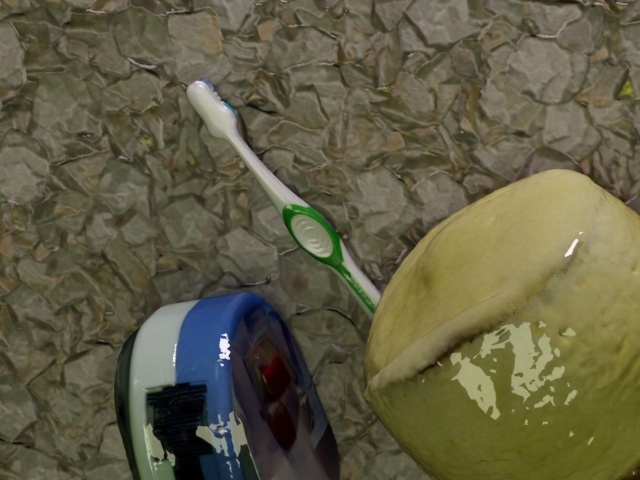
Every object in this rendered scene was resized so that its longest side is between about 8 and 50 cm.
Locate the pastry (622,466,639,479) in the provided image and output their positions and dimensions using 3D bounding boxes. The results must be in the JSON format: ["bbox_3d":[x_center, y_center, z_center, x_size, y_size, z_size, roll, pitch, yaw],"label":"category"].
[{"bbox_3d":[0.369,0.274,1.746,0.316,0.285,0.184,-41,56,37],"label":"pastry"}]

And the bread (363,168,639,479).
[{"bbox_3d":[0.199,0.101,1.713,0.320,0.320,0.237,-31,119,17],"label":"bread"}]

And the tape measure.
[{"bbox_3d":[-0.100,0.188,1.808,0.138,0.259,0.262,-17,100,15],"label":"tape measure"}]

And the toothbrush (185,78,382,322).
[{"bbox_3d":[-0.001,0.001,1.853,0.042,0.040,0.418,-37,95,16],"label":"toothbrush"}]
